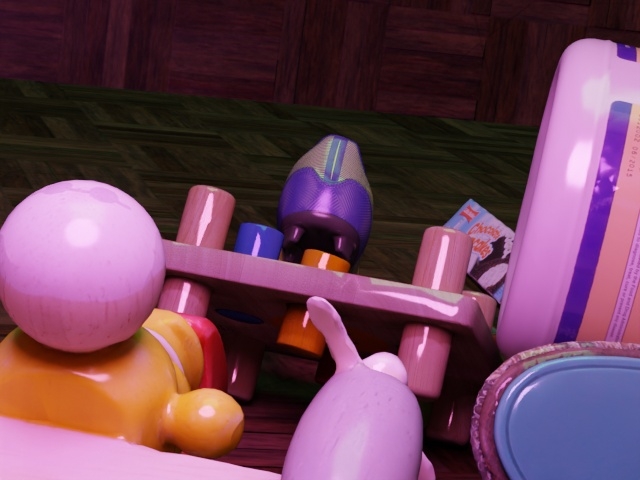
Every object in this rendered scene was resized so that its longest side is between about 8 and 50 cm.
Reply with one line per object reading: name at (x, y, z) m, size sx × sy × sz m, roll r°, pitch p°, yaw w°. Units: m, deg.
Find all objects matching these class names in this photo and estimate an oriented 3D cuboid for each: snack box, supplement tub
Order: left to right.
snack box at (0.212, 0.075, 1.577) m, size 0.187 × 0.060 × 0.322 m, roll 44°, pitch 2°, yaw -16°
supplement tub at (0.307, 0.006, 1.279) m, size 0.331 × 0.241 × 0.241 m, roll 13°, pitch 12°, yaw 4°

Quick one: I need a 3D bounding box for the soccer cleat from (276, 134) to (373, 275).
soccer cleat at (0.001, 0.000, 1.659) m, size 0.093 × 0.121 × 0.289 m, roll 14°, pitch -22°, yaw -1°

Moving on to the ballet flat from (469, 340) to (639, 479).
ballet flat at (0.321, 0.182, 1.198) m, size 0.482 × 0.164 × 0.182 m, roll 14°, pitch -5°, yaw -2°

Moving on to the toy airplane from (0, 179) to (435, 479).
toy airplane at (-0.143, 0.107, 0.909) m, size 0.386 × 0.272 × 0.384 m, roll 1°, pitch 14°, yaw -31°

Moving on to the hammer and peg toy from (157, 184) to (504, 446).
hammer and peg toy at (0.011, 0.078, 1.451) m, size 0.266 × 0.127 × 0.361 m, roll 10°, pitch -14°, yaw 13°

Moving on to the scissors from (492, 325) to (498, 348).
scissors at (0.068, 0.067, 1.878) m, size 0.109 × 0.021 × 0.297 m, roll -3°, pitch 14°, yaw -33°
